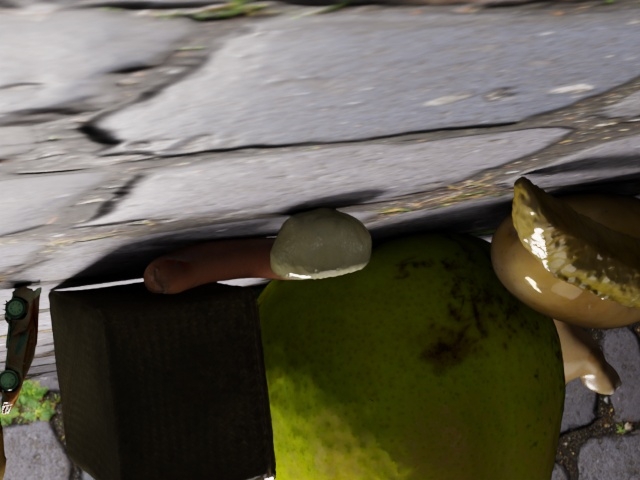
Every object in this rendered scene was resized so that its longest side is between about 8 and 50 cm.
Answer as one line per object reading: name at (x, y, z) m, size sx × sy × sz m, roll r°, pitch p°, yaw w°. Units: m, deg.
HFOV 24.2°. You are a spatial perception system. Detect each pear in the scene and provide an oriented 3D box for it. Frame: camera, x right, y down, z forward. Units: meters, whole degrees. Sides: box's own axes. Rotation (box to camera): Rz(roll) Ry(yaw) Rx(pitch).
pear at (0.087, 0.184, 1.587) m, size 0.391 × 0.391 × 0.391 m, roll -9°, pitch 174°, yaw -1°

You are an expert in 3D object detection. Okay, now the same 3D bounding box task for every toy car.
toy car at (-0.283, 0.102, 1.396) m, size 0.035 × 0.122 × 0.059 m, roll 5°, pitch 168°, yaw -13°

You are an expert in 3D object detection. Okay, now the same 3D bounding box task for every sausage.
sausage at (-0.079, 0.022, 1.306) m, size 0.177 × 0.047 × 0.040 m, roll -5°, pitch 154°, yaw -42°

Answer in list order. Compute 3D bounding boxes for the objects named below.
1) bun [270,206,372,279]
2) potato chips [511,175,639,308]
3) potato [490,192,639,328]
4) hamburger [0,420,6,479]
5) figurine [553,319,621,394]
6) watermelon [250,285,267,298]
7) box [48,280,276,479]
bun at (0.000, 0.000, 1.204) m, size 0.086 × 0.055 × 0.086 m, roll -4°, pitch -173°, yaw 0°
potato chips at (0.309, 0.022, 1.335) m, size 0.407 × 0.057 × 0.080 m, roll 11°, pitch 127°, yaw -37°
potato at (0.265, 0.017, 1.449) m, size 0.150 × 0.146 × 0.234 m, roll -49°, pitch 154°, yaw 25°
hamburger at (-0.428, 0.191, 1.349) m, size 0.245 × 0.260 × 0.211 m, roll -22°, pitch 172°, yaw 31°
figurine at (0.257, 0.140, 2.034) m, size 0.173 × 0.247 × 0.177 m, roll -42°, pitch -153°, yaw -18°
watermelon at (-0.132, 0.106, 1.885) m, size 0.181 × 0.075 × 0.092 m, roll -12°, pitch 175°, yaw 21°
box at (-0.157, 0.135, 1.411) m, size 0.143 × 0.184 × 0.273 m, roll -9°, pitch -175°, yaw -20°
